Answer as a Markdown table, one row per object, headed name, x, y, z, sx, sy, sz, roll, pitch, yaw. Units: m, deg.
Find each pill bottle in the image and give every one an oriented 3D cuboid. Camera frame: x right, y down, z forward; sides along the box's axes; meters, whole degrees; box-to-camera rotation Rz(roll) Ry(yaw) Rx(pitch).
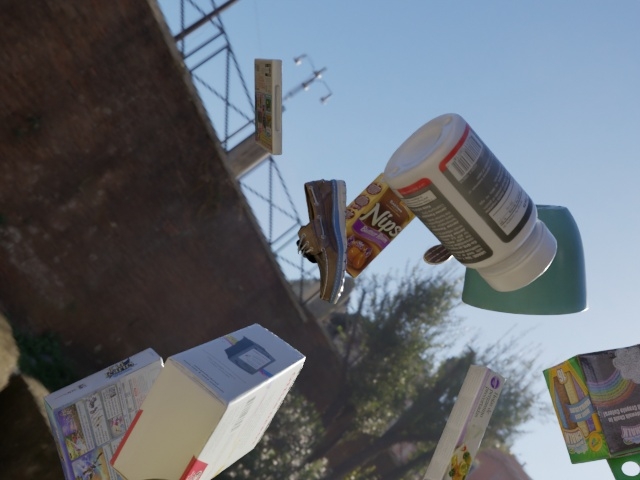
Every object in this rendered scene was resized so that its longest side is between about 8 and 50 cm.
| name | x | y | z | sx | sy | sz | roll | pitch | yaw |
| --- | --- | --- | --- | --- | --- | --- | --- | --- | --- |
| pill bottle | 0.251 | -0.057 | 1.182 | 0.283 | 0.161 | 0.161 | 45 | -14 | -19 |

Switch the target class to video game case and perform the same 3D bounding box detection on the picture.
| name | x | y | z | sx | sy | sz | roll | pitch | yaw |
| --- | --- | --- | --- | --- | --- | --- | --- | --- | --- |
| video game case | -0.443 | 0.398 | 1.540 | 0.061 | 0.244 | 0.270 | 26 | -51 | 42 |
| video game case | -0.085 | -0.218 | 1.149 | 0.157 | 0.019 | 0.143 | -137 | -135 | -69 |

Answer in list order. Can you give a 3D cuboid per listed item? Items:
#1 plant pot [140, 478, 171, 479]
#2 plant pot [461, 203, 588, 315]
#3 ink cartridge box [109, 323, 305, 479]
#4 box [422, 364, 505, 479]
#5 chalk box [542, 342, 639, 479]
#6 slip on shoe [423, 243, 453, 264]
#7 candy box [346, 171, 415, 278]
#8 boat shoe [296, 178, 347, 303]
| name | x | y | z | sx | sy | sz | roll | pitch | yaw |
| --- | --- | --- | --- | --- | --- | --- | --- | --- | --- |
| plant pot | -0.196 | 0.446 | 0.974 | 0.254 | 0.254 | 0.239 | 44 | 10 | 21 |
| plant pot | 0.486 | 0.033 | 1.700 | 0.293 | 0.292 | 0.235 | -166 | -105 | -65 |
| ink cartridge box | -0.180 | 0.286 | 1.217 | 0.131 | 0.226 | 0.306 | 34 | 14 | 15 |
| box | 0.312 | 0.436 | 1.583 | 0.063 | 0.324 | 0.067 | 33 | -17 | -22 |
| chalk box | 0.482 | 0.295 | 1.184 | 0.132 | 0.132 | 0.213 | 115 | -34 | -68 |
| slip on shoe | 0.316 | 0.029 | 1.825 | 0.051 | 0.135 | 0.041 | 55 | -24 | 13 |
| candy box | 0.094 | -0.030 | 1.402 | 0.109 | 0.187 | 0.053 | 50 | -9 | -37 |
| boat shoe | 0.000 | 0.000 | 0.993 | 0.066 | 0.066 | 0.183 | 108 | -16 | -63 |
